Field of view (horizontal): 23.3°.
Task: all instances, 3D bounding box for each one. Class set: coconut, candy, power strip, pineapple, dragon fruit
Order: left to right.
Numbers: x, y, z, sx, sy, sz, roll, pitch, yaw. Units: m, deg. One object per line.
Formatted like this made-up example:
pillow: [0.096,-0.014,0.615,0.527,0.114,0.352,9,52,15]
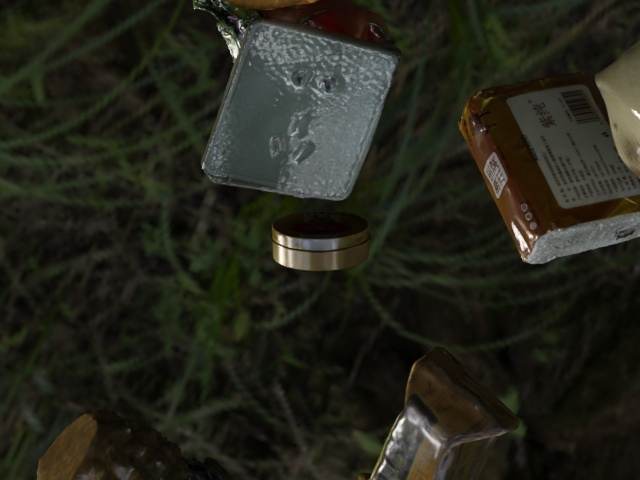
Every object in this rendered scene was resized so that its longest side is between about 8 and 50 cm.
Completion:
pineapple: [-0.110,0.219,1.266,0.237,0.119,0.111,27,124,-25]
dragon fruit: [-0.036,-0.243,1.993,0.269,0.200,0.198,10,139,-33]
power strip: [-0.026,-0.158,1.823,0.198,0.213,0.064,10,-153,-25]
candy: [0.113,0.236,1.635,0.143,0.101,0.271,45,137,28]
coconut: [0.410,-0.148,1.721,0.224,0.224,0.224,20,162,7]

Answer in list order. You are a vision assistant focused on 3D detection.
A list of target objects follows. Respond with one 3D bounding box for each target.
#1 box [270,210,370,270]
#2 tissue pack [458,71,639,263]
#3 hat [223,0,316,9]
box: [0.000,0.000,1.626,0.105,0.037,0.105,0,-163,0]
tissue pack: [0.296,-0.093,1.935,0.183,0.226,0.092,-12,154,-19]
hat: [-0.008,-0.323,1.680,0.244,0.233,0.233,48,-172,26]
